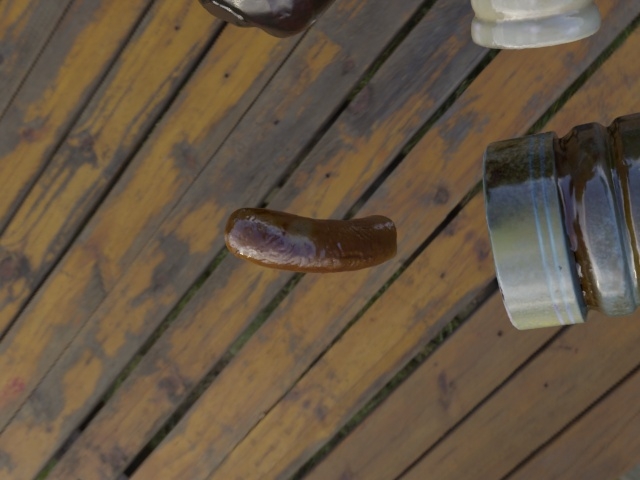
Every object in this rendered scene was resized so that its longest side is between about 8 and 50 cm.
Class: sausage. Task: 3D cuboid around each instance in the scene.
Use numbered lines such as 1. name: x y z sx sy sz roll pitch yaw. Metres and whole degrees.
1. sausage: 0.002 0.002 1.268 0.103 0.302 0.076 35 114 41

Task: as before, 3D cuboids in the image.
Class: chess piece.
1. chess piece: 0.256 -0.400 1.116 0.167 0.167 0.299 -1 117 19

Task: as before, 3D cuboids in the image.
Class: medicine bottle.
1. medicine bottle: 0.294 -0.030 0.664 0.322 0.151 0.151 -10 104 20

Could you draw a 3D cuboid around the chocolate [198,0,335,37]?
1. chocolate: -0.071 -0.517 1.551 0.384 0.383 0.331 25 87 9
